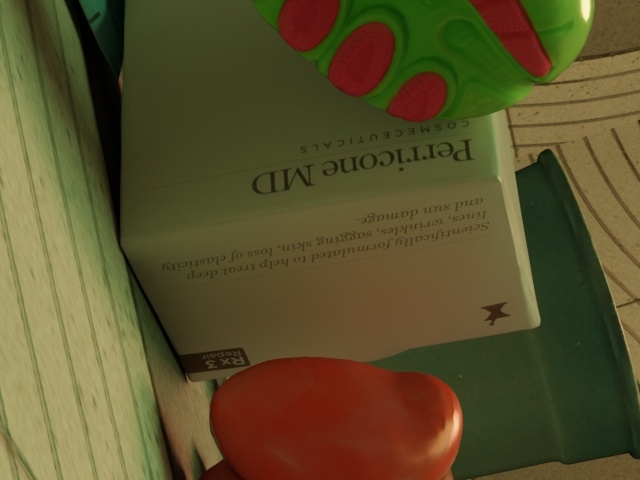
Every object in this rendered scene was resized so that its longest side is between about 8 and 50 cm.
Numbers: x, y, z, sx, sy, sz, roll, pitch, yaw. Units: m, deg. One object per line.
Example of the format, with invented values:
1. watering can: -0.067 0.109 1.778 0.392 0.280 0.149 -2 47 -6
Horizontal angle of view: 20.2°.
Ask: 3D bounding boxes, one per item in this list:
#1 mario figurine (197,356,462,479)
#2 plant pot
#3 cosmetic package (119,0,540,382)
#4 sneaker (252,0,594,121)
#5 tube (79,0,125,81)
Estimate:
1. mario figurine: 0.025 0.203 0.944 0.320 0.198 0.170 58 45 -23
2. plant pot: 0.132 0.115 1.893 0.341 0.334 0.341 -18 90 -89
3. cosmetic package: -0.001 -0.120 1.094 0.156 0.217 0.385 71 11 -50
4. sneaker: -0.041 -0.267 0.873 0.483 0.185 0.202 50 30 -25
5. tube: -0.135 -0.183 1.122 0.207 0.052 0.080 -96 162 -56
